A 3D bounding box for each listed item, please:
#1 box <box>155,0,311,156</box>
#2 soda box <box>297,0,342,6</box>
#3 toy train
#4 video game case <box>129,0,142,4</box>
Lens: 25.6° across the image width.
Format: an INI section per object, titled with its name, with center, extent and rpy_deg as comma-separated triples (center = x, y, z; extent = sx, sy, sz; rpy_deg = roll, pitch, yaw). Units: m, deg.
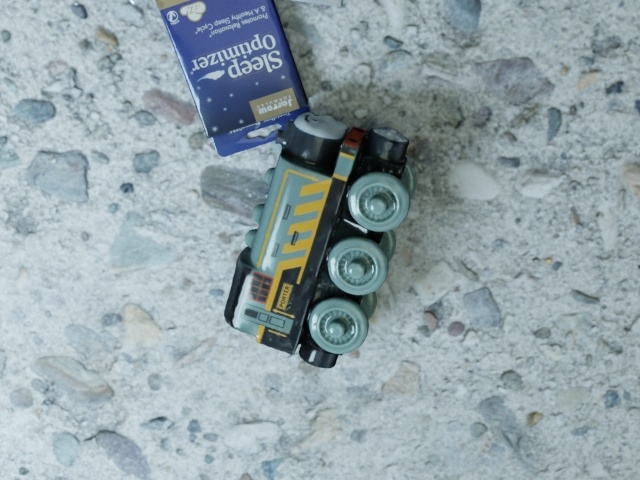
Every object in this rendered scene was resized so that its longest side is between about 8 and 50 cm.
[box]
center = -0.102, -0.219, 1.758
extent = 0.136, 0.036, 0.225
rpy_deg = -18, 112, 5
[soda box]
center = -0.110, -0.338, 1.646
extent = 0.286, 0.098, 0.091
rpy_deg = 7, 103, -4
[toy train]
center = 0.000, 0.000, 1.796
extent = 0.190, 0.142, 0.334
rpy_deg = 18, 111, 2
[video game case]
center = -0.184, -0.415, 1.685
extent = 0.212, 0.023, 0.193
rpy_deg = -27, 110, 9
